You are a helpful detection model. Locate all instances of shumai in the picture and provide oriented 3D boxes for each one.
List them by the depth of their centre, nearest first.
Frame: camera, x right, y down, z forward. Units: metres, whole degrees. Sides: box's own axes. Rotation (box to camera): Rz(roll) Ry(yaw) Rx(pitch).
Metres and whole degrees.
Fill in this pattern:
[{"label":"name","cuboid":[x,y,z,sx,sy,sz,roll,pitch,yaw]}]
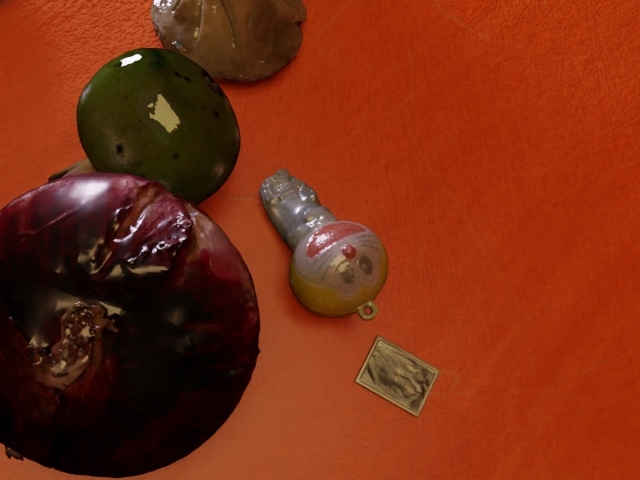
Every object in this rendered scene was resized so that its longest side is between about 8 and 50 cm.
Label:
[{"label":"shumai","cuboid":[-0.108,-0.303,0.892,0.202,0.120,0.201,4,71,-11]}]

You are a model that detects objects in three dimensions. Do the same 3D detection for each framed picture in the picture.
[{"label":"framed picture","cuboid":[0.093,0.162,0.865,0.089,0.006,0.066,31,72,-2]}]

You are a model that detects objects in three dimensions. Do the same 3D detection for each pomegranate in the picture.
[{"label":"pomegranate","cuboid":[-0.201,-0.104,0.801,0.225,0.187,0.187,-33,83,9]}]

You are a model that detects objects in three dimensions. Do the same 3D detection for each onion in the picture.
[{"label":"onion","cuboid":[-0.209,0.094,0.697,0.314,0.232,0.313,0,106,-1]}]

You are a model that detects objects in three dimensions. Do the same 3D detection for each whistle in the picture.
[{"label":"whistle","cuboid":[0.000,0.000,0.840,0.123,0.123,0.223,-28,68,-17]}]
